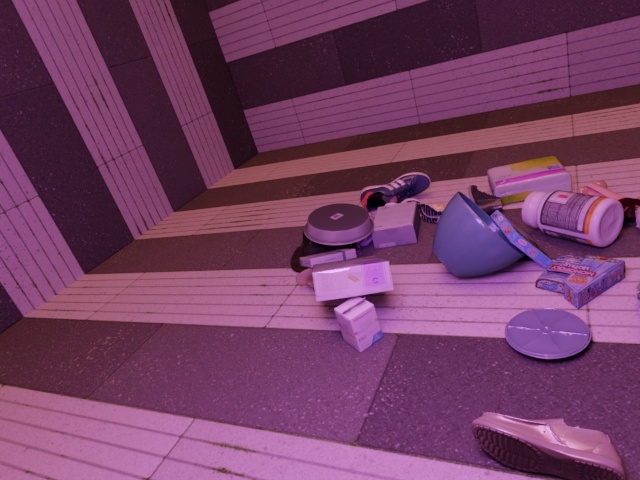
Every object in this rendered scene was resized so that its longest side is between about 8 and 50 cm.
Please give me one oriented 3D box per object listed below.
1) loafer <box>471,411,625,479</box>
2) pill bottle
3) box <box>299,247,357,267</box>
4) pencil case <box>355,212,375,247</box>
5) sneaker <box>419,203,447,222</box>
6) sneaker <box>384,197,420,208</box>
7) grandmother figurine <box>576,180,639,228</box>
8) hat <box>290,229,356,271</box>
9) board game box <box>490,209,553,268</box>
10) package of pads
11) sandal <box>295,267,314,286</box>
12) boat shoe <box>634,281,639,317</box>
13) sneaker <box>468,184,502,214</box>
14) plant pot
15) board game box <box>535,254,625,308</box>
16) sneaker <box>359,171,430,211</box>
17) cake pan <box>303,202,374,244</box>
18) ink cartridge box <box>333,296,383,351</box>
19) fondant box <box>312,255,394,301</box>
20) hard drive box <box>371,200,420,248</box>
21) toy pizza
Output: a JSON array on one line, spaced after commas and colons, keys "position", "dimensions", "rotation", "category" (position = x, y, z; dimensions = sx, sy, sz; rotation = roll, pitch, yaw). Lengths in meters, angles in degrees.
[{"position": [0.438, 0.397, 0.911], "dimensions": [0.268, 0.102, 0.092], "rotation": [9, 33, 29], "category": "loafer"}, {"position": [0.839, -0.084, 1.564], "dimensions": [0.162, 0.162, 0.278], "rotation": [-28, 26, -21], "category": "pill bottle"}, {"position": [0.028, 0.066, 1.801], "dimensions": [0.186, 0.038, 0.145], "rotation": [-11, 4, -19], "category": "box"}, {"position": [0.193, -0.050, 2.022], "dimensions": [0.088, 0.086, 0.206], "rotation": [-48, 6, 26], "category": "pencil case"}, {"position": [0.516, -0.119, 1.976], "dimensions": [0.094, 0.081, 0.208], "rotation": [-25, 31, -33], "category": "sneaker"}, {"position": [0.373, -0.136, 2.127], "dimensions": [0.178, 0.072, 0.077], "rotation": [-12, 36, 32], "category": "sneaker"}, {"position": [1.029, -0.118, 1.587], "dimensions": [0.208, 0.104, 0.342], "rotation": [-27, 22, 1], "category": "grandmother figurine"}, {"position": [0.000, 0.000, 1.998], "dimensions": [0.331, 0.134, 0.331], "rotation": [-14, 24, 6], "category": "hat"}, {"position": [0.664, -0.008, 1.542], "dimensions": [0.039, 0.160, 0.211], "rotation": [-51, 15, 21], "category": "board game box"}, {"position": [0.879, -0.260, 1.981], "dimensions": [0.297, 0.101, 0.229], "rotation": [-10, 26, 16], "category": "package of pads"}, {"position": [0.017, 0.147, 1.738], "dimensions": [0.240, 0.088, 0.079], "rotation": [-15, 46, 13], "category": "sandal"}, {"position": [0.859, 0.139, 1.180], "dimensions": [0.302, 0.109, 0.094], "rotation": [-26, 9, -38], "category": "boat shoe"}, {"position": [0.690, -0.169, 1.943], "dimensions": [0.118, 0.083, 0.222], "rotation": [-13, 35, 18], "category": "sneaker"}, {"position": [0.488, 0.008, 1.532], "dimensions": [0.195, 0.290, 0.290], "rotation": [-47, 16, 20], "category": "plant pot"}, {"position": [0.738, 0.111, 1.345], "dimensions": [0.194, 0.060, 0.194], "rotation": [-32, 28, -31], "category": "board game box"}, {"position": [0.363, -0.218, 2.237], "dimensions": [0.350, 0.131, 0.148], "rotation": [-18, 31, 13], "category": "sneaker"}, {"position": [0.074, -0.076, 1.916], "dimensions": [0.293, 0.054, 0.293], "rotation": [-5, 30, 3], "category": "cake pan"}, {"position": [0.112, 0.241, 1.395], "dimensions": [0.092, 0.143, 0.090], "rotation": [-28, 26, -23], "category": "ink cartridge box"}, {"position": [0.096, 0.119, 1.545], "dimensions": [0.238, 0.096, 0.330], "rotation": [-8, 2, 0], "category": "fondant box"}, {"position": [0.322, -0.070, 1.975], "dimensions": [0.181, 0.089, 0.232], "rotation": [-8, 26, 21], "category": "hard drive box"}, {"position": [0.585, 0.244, 1.202], "dimensions": [0.201, 0.032, 0.201], "rotation": [-14, 24, 6], "category": "toy pizza"}]
